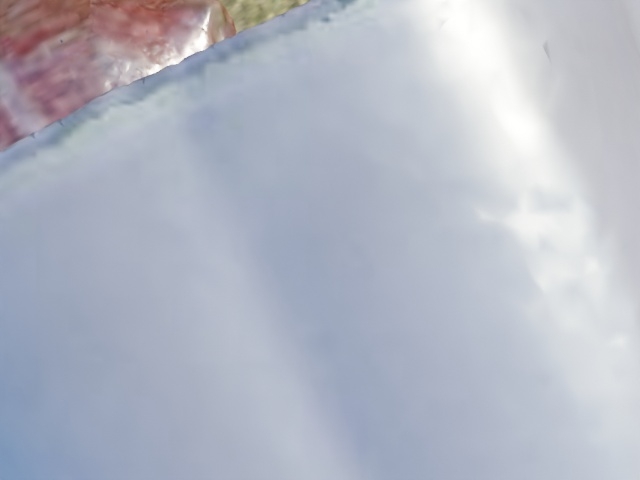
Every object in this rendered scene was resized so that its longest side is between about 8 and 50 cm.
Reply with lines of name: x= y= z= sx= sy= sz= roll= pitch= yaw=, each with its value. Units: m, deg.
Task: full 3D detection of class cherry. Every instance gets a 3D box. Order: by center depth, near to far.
cherry: x=-0.161 y=-0.042 z=0.889 sx=0.203 sy=0.230 sz=0.300 roll=28 pitch=123 yaw=-33

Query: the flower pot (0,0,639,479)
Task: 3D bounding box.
flower pot: x=0.014 y=0.065 z=0.429 sx=0.265 sy=0.265 sz=0.243 roll=-26 pitch=91 yaw=9
